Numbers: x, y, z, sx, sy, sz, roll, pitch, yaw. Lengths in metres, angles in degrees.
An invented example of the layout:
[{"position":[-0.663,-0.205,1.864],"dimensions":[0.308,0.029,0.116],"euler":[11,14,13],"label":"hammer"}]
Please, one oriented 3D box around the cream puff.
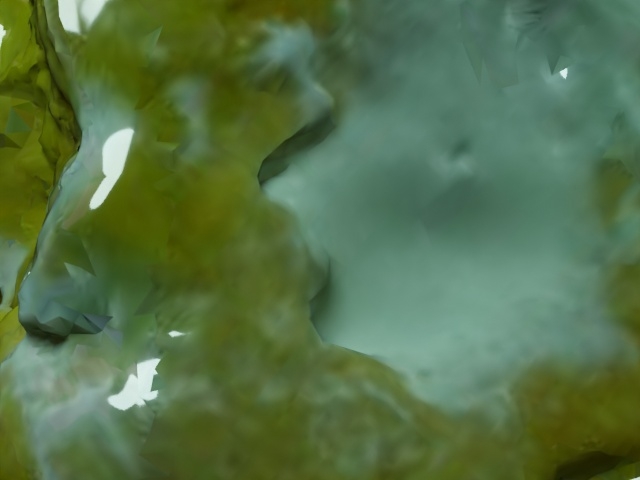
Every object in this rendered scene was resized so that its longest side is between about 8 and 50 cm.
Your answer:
[{"position":[0.000,0.000,0.710],"dimensions":[0.378,0.378,0.275],"euler":[-55,8,-15],"label":"cream puff"}]
